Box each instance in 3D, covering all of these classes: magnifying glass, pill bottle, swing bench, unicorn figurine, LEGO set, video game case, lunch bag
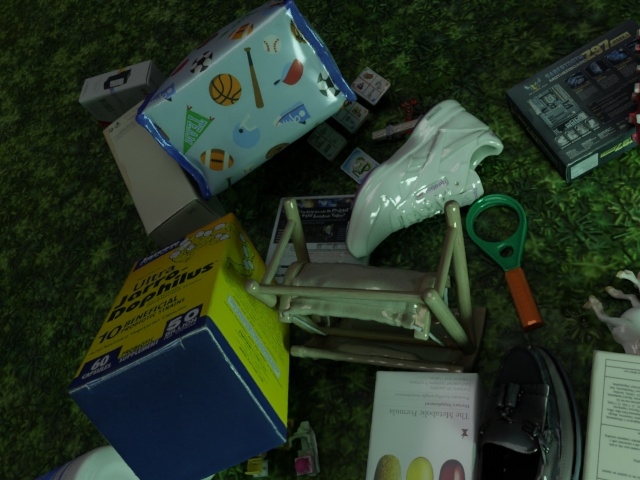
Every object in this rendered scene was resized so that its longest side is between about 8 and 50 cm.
[{"bbox_3d":[0.285,0.027,0.995,0.092,0.026,0.231,-19,54,14],"label":"magnifying glass"},{"bbox_3d":[-0.381,0.417,0.979,0.272,0.152,0.152,-30,52,27],"label":"pill bottle"},{"bbox_3d":[0.075,0.084,0.906,0.253,0.255,0.165,1,50,26],"label":"swing bench"},{"bbox_3d":[0.404,0.110,0.865,0.162,0.060,0.111,-40,64,-8],"label":"unicorn figurine"},{"bbox_3d":[0.110,-0.186,1.198,0.182,0.060,0.244,-51,52,6],"label":"LEGO set"},{"bbox_3d":[0.000,0.000,1.142,0.190,0.022,0.173,-1,63,25],"label":"video game case"},{"bbox_3d":[-0.148,0.318,0.974,0.286,0.107,0.132,-23,55,11],"label":"LEGO set"},{"bbox_3d":[-0.130,-0.285,1.227,0.327,0.239,0.385,-32,25,7],"label":"lunch bag"}]

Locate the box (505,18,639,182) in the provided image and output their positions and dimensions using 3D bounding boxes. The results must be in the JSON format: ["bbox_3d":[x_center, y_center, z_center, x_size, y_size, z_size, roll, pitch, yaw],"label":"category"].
[{"bbox_3d":[0.441,-0.223,1.040,0.232,0.059,0.183,-30,57,6],"label":"box"}]

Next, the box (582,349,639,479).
[{"bbox_3d":[0.375,0.252,0.733,0.148,0.127,0.233,4,76,26],"label":"box"}]

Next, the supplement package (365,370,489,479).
[{"bbox_3d":[0.141,0.303,0.832,0.139,0.134,0.244,-4,61,23],"label":"supplement package"}]

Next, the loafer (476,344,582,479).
[{"bbox_3d":[0.221,0.254,0.732,0.109,0.095,0.303,-27,48,51],"label":"loafer"}]

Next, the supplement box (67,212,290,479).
[{"bbox_3d":[-0.173,0.140,0.939,0.194,0.195,0.357,-26,22,9],"label":"supplement box"}]

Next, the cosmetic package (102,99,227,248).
[{"bbox_3d":[-0.287,-0.108,1.254,0.113,0.160,0.309,-35,53,4],"label":"cosmetic package"}]

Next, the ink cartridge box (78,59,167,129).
[{"bbox_3d":[-0.413,-0.308,1.445,0.175,0.127,0.072,-10,56,19],"label":"ink cartridge box"}]

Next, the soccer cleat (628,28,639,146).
[{"bbox_3d":[0.498,-0.235,0.941,0.095,0.083,0.248,6,63,20],"label":"soccer cleat"}]

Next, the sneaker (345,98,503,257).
[{"bbox_3d":[0.162,-0.082,1.041,0.152,0.114,0.305,39,86,22],"label":"sneaker"}]
